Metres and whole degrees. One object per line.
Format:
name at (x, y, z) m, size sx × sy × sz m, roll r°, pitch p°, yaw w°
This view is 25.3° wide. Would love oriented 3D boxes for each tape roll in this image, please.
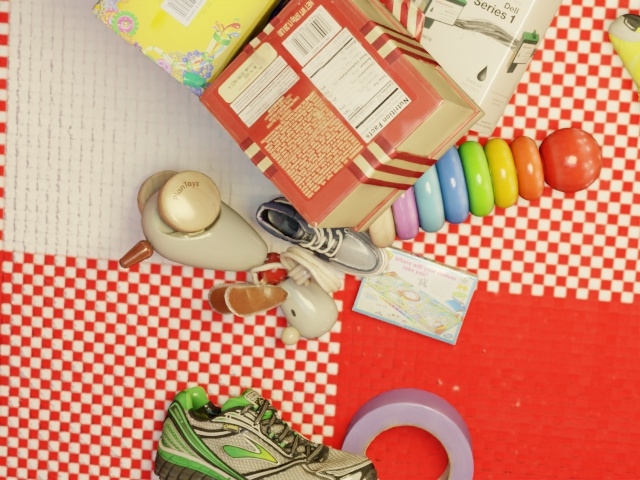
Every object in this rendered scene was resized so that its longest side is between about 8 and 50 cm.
tape roll at (0.123, 0.311, 2.034) m, size 0.189 × 0.080 × 0.189 m, roll 1°, pitch 101°, yaw 6°

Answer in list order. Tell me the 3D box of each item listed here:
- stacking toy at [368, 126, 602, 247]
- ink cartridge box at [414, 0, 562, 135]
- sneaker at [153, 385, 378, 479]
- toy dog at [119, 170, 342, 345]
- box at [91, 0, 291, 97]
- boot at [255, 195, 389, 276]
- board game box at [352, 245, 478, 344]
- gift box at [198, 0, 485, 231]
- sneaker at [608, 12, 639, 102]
stacking toy at (0.217, -0.090, 1.937) m, size 0.330 × 0.141 × 0.141 m, roll -13°, pitch 99°, yaw 2°
ink cartridge box at (0.199, -0.274, 1.892) m, size 0.160 × 0.092 × 0.219 m, roll 32°, pitch 103°, yaw 24°
sneaker at (-0.081, 0.289, 1.986) m, size 0.344 × 0.134 × 0.146 m, roll 9°, pitch 97°, yaw 25°
toy dog at (-0.141, 0.042, 1.963) m, size 0.334 × 0.220 × 0.161 m, roll 37°, pitch 79°, yaw 8°
box at (-0.112, -0.357, 1.837) m, size 0.177 × 0.279 × 0.290 m, roll 38°, pitch 102°, yaw -2°
boot at (0.000, 0.000, 1.972) m, size 0.190 × 0.086 × 0.069 m, roll 25°, pitch 102°, yaw 10°
board game box at (0.134, 0.074, 2.017) m, size 0.154 × 0.026 × 0.103 m, roll 19°, pitch 101°, yaw 2°
gift box at (0.030, -0.185, 1.768) m, size 0.255 × 0.258 × 0.276 m, roll -39°, pitch 79°, yaw 14°
sneaker at (0.496, -0.131, 1.889) m, size 0.147 × 0.145 × 0.384 m, roll -38°, pitch 93°, yaw 10°
